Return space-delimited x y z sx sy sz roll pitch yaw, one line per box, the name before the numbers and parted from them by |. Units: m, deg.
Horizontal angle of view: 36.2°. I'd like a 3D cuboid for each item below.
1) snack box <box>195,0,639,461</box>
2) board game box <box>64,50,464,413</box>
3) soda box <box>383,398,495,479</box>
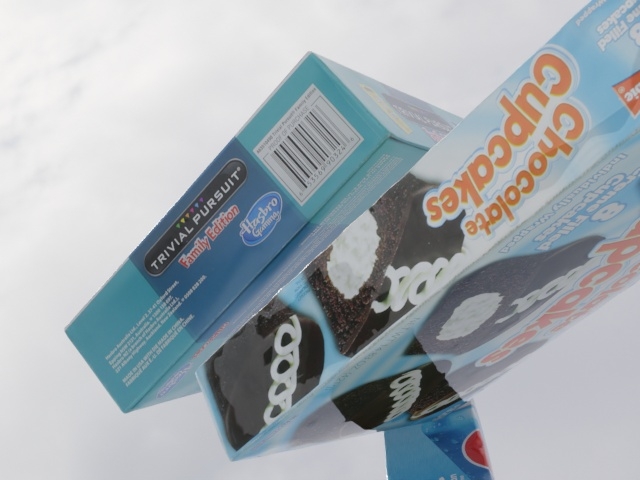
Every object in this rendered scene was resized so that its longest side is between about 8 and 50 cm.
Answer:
snack box | 0.102 0.002 0.490 0.322 0.187 0.060 -44 -119 34
board game box | 0.000 0.000 0.757 0.254 0.336 0.079 -46 -107 17
soda box | 0.086 0.175 0.668 0.071 0.067 0.210 -15 -162 7
